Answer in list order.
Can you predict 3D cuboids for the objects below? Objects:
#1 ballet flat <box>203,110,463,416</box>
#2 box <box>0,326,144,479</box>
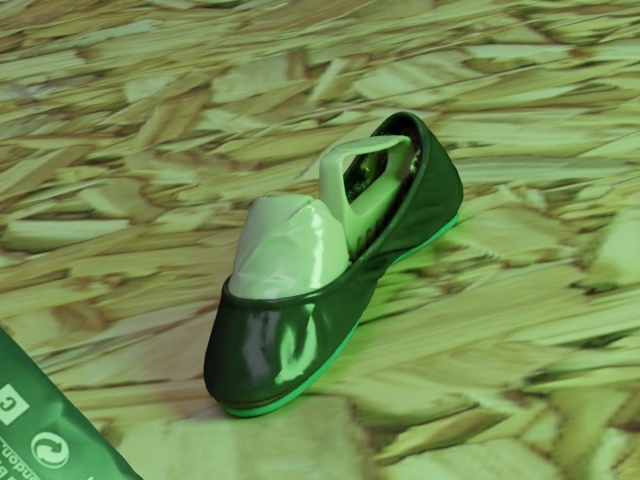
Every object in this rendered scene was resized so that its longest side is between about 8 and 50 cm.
[{"bbox_3d":[0.000,0.000,1.221,0.095,0.096,0.280,0,29,31],"label":"ballet flat"},{"bbox_3d":[-0.249,0.205,0.640,0.312,0.179,0.343,-40,-3,-44],"label":"box"}]
